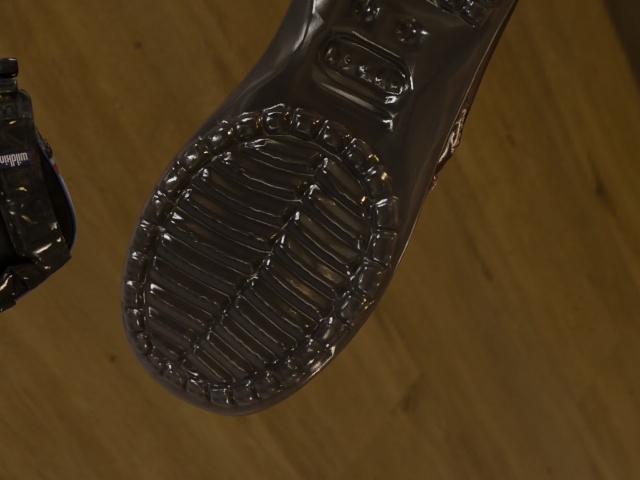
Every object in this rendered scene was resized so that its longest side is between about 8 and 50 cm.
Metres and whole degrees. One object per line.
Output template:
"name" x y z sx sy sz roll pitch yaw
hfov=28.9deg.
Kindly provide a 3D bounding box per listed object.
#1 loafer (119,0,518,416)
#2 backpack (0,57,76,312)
"loafer" 0.021 -0.061 0.678 0.366 0.134 0.130 -57 172 18
"backpack" -0.419 -0.048 1.428 0.276 0.213 0.263 -30 114 -9
